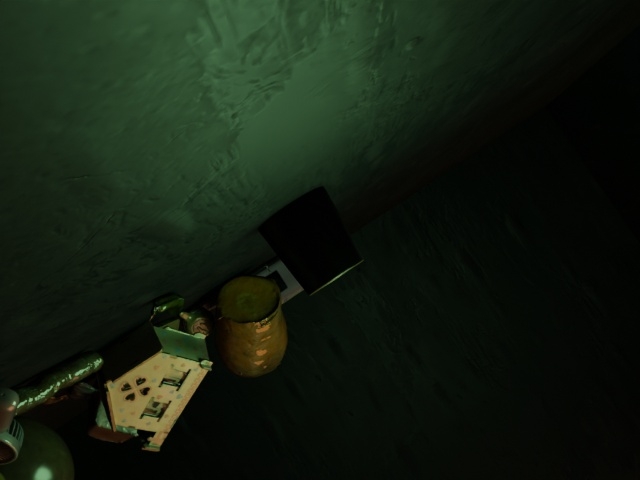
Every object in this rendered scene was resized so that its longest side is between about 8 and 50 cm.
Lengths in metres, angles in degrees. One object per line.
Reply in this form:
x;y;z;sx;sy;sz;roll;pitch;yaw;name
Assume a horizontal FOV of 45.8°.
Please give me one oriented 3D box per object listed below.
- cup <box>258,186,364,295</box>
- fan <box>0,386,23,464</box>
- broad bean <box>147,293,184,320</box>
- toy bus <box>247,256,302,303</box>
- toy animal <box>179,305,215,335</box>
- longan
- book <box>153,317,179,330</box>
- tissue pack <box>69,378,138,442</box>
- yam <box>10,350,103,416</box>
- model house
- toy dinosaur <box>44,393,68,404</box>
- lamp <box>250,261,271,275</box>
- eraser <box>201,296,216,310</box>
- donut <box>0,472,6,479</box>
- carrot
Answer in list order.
0.008;-0.007;1.615;0.166;0.177;0.239;-38;174;41;cup
-0.617;0.346;1.418;0.074;0.130;0.244;-86;-157;-43;fan
-0.338;0.145;1.688;0.069;0.039;0.227;-40;175;0;broad bean
-0.155;0.141;2.431;0.202;0.142;0.142;-33;-178;-27;toy bus
-0.378;0.231;2.247;0.098;0.137;0.098;-28;-139;28;toy animal
-0.738;0.572;1.795;0.319;0.319;0.319;-33;176;-3;longan
-0.460;0.310;2.107;0.231;0.026;0.161;-14;118;-79;book
-0.652;0.485;2.308;0.239;0.238;0.305;-32;176;-28;tissue pack
-0.567;0.299;1.584;0.061;0.061;0.253;-36;176;37;yam
-0.456;0.354;1.905;0.244;0.169;0.326;20;110;-39;model house
-0.714;0.410;1.959;0.162;0.039;0.126;-30;168;29;toy dinosaur
-0.212;0.108;2.316;0.121;0.041;0.054;-30;168;2;lamp
-0.335;0.197;2.456;0.105;0.026;0.065;-32;178;-32;eraser
-0.699;0.482;1.378;0.128;0.261;0.208;-22;-151;48;donut
-0.208;0.258;2.237;0.224;0.224;0.340;-32;147;-24;carrot
